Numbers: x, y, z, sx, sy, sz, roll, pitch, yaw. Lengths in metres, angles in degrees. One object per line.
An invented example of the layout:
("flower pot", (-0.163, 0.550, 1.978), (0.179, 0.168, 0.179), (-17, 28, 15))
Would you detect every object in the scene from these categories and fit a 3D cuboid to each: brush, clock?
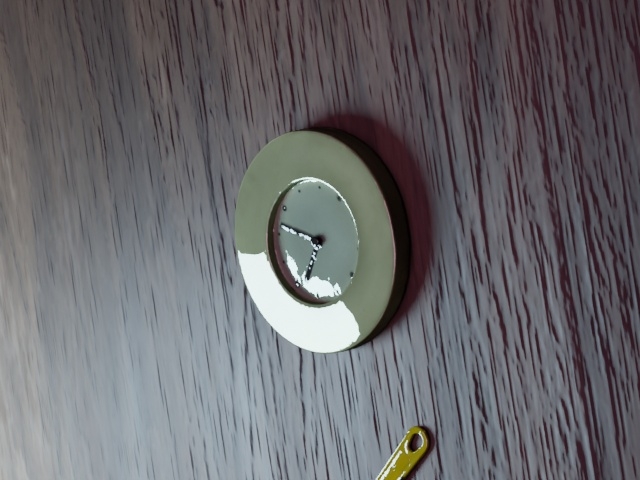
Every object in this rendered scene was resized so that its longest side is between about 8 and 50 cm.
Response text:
("brush", (0.058, 0.265, 1.878), (0.083, 0.011, 0.205), (51, 126, 29))
("clock", (0.000, 0.000, 1.893), (0.235, 0.029, 0.235), (9, 103, 43))
